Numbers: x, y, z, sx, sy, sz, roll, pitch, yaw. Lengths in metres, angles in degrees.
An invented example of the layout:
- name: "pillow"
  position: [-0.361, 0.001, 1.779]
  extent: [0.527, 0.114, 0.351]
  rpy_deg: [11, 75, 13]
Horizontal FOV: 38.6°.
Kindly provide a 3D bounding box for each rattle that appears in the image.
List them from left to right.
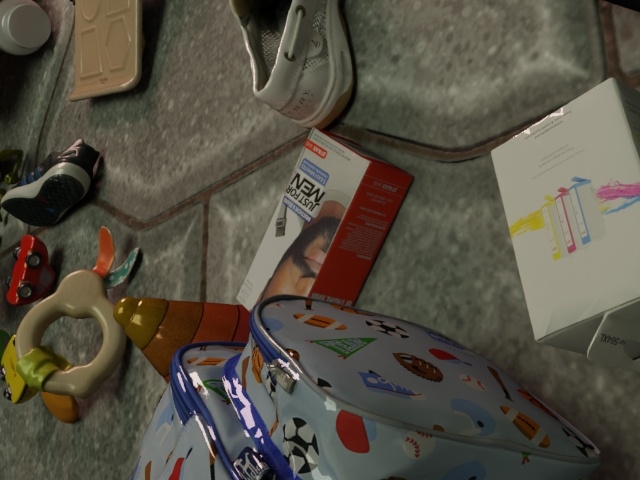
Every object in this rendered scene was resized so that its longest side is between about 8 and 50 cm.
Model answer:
- name: "rattle"
  position: [-0.270, 0.104, 1.091]
  extent: [0.130, 0.142, 0.199]
  rpy_deg: [0, 58, 20]

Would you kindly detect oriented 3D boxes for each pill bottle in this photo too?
- name: "pill bottle"
  position: [-0.505, -0.352, 1.500]
  extent: [0.169, 0.094, 0.094]
  rpy_deg: [18, 91, 53]

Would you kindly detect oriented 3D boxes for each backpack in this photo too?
- name: "backpack"
  position: [0.010, 0.148, 0.544]
  extent: [0.263, 0.277, 0.213]
  rpy_deg: [23, 91, 59]

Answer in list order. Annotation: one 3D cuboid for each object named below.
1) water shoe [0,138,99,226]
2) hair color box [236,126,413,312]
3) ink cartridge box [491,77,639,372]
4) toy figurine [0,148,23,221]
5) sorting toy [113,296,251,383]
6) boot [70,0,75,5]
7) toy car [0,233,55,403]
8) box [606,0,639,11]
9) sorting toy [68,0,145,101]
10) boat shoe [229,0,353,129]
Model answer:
- name: "water shoe"
  position: [-0.368, -0.078, 1.264]
  extent: [0.203, 0.073, 0.080]
  rpy_deg: [-16, 43, 44]
- name: "hair color box"
  position: [0.000, 0.000, 0.766]
  extent: [0.093, 0.053, 0.167]
  rpy_deg: [37, 108, 50]
- name: "ink cartridge box"
  position: [0.171, 0.001, 0.516]
  extent: [0.090, 0.092, 0.143]
  rpy_deg: [-33, 54, 40]
- name: "toy figurine"
  position: [-0.515, 0.030, 1.332]
  extent: [0.217, 0.191, 0.362]
  rpy_deg: [28, 93, 38]
- name: "sorting toy"
  position: [-0.178, 0.193, 0.776]
  extent: [0.365, 0.126, 0.127]
  rpy_deg: [-64, 18, -15]
- name: "boot"
  position: [-0.367, -0.408, 1.369]
  extent: [0.198, 0.077, 0.137]
  rpy_deg: [14, 93, 54]
- name: "toy car"
  position: [-0.427, 0.135, 1.259]
  extent: [0.225, 0.053, 0.239]
  rpy_deg: [-34, 52, 41]
- name: "box"
  position: [0.248, -0.252, 0.435]
  extent: [0.294, 0.183, 0.296]
  rpy_deg: [42, 109, 48]
- name: "sorting toy"
  position: [-0.280, -0.294, 1.224]
  extent: [0.193, 0.038, 0.208]
  rpy_deg: [4, 89, 52]
- name: "boat shoe"
  position: [-0.039, -0.235, 0.864]
  extent: [0.098, 0.096, 0.277]
  rpy_deg: [-40, 48, 37]
